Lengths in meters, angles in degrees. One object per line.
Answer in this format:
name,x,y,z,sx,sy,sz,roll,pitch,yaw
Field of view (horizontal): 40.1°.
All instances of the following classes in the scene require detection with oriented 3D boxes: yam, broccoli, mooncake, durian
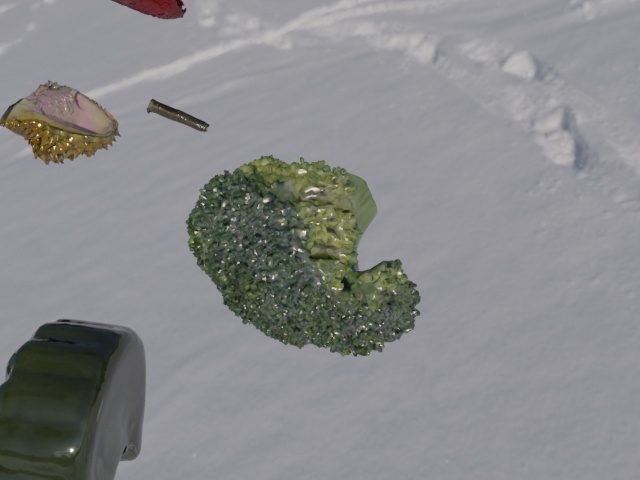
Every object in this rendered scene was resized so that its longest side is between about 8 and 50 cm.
yam,-0.283,-0.245,1.753,0.130,0.033,0.027,24,16,3
broccoli,-0.006,0.001,1.282,0.375,0.249,0.302,34,72,10
mooncake,-0.414,0.300,1.445,0.187,0.351,0.351,9,34,7
durian,-0.539,-0.243,1.918,0.196,0.185,0.305,8,14,6

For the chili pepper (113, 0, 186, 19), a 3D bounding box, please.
chili pepper,-0.382,-0.447,1.374,0.110,0.388,0.110,-37,44,47
